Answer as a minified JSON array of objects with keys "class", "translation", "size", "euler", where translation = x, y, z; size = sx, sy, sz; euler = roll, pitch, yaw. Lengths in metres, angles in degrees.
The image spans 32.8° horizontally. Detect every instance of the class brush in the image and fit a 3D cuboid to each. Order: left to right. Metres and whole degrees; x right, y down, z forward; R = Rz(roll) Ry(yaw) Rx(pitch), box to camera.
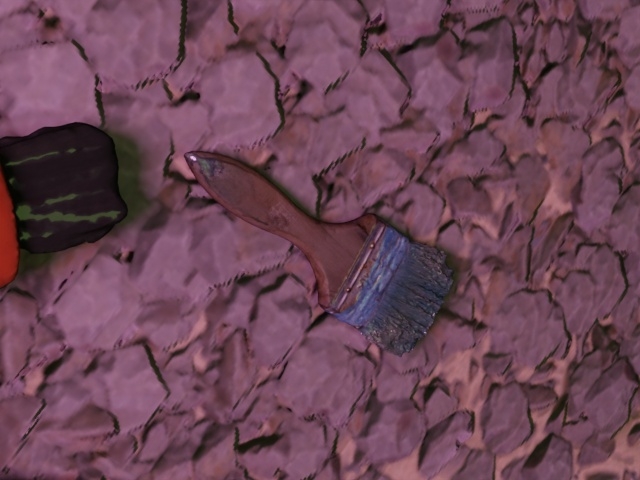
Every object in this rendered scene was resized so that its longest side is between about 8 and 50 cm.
[{"class":"brush","translation":[-0.232,0.009,0.441],"size":[0.323,0.051,0.070],"euler":[-17,119,-32]},{"class":"brush","translation":[0.000,0.000,0.606],"size":[0.196,0.021,0.070],"euler":[33,83,-35]}]
